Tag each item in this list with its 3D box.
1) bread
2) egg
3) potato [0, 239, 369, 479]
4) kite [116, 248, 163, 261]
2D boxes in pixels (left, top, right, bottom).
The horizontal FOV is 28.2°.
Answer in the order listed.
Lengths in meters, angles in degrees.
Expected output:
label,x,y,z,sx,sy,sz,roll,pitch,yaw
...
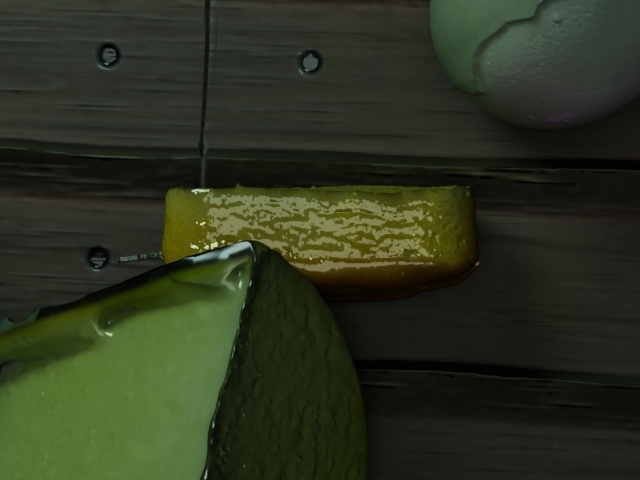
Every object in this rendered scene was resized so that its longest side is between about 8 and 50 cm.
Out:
label,x,y,z,sx,sy,sz,roll,pitch,yaw
bread,0.000,0.000,0.981,0.246,0.102,0.094,0,86,3
egg,0.171,-0.173,0.915,0.183,0.217,0.183,0,86,2
potato,-0.137,0.189,0.955,0.280,0.213,0.330,-2,69,28
kite,-0.125,0.004,1.039,0.078,0.002,0.044,13,89,4
